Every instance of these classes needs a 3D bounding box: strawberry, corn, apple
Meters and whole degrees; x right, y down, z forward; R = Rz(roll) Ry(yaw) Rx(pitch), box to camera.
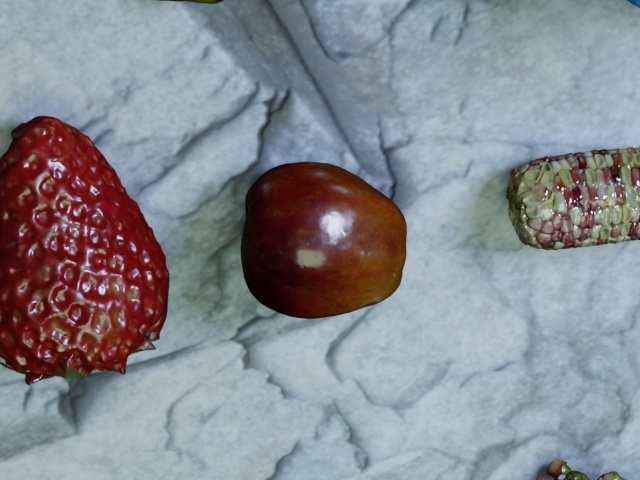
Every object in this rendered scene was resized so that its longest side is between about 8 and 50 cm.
[{"bbox_3d":[-0.252,0.002,1.759,0.205,0.205,0.244,-10,107,1],"label":"strawberry"},{"bbox_3d":[0.328,-0.050,1.822,0.289,0.098,0.098,-8,124,-4],"label":"corn"},{"bbox_3d":[0.004,0.002,1.800,0.158,0.147,0.156,3,102,-8],"label":"apple"}]

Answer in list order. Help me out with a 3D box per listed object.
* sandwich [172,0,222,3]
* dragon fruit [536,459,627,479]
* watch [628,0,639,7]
[{"bbox_3d":[-0.131,-0.266,1.688,0.116,0.074,0.074,7,130,30],"label":"sandwich"},{"bbox_3d":[0.304,0.332,2.041,0.172,0.160,0.166,32,139,-24],"label":"dragon fruit"},{"bbox_3d":[0.323,-0.291,1.552,0.305,0.274,0.241,-5,124,-8],"label":"watch"}]
